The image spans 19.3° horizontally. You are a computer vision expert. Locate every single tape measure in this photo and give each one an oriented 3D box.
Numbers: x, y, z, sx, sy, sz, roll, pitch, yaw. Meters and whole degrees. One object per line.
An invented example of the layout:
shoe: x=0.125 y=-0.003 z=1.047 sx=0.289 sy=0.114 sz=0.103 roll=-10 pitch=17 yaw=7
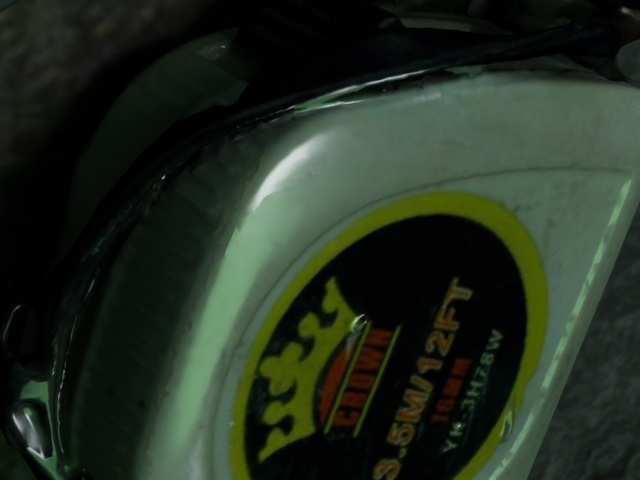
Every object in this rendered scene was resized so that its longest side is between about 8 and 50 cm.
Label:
tape measure: x=0.000 y=0.000 z=0.639 sx=0.207 sy=0.115 sz=0.235 roll=10 pitch=106 yaw=-40

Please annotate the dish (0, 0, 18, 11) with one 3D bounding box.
dish: x=-0.066 y=-0.146 z=0.505 sx=0.243 sy=0.080 sz=0.182 roll=-32 pitch=134 yaw=-12
